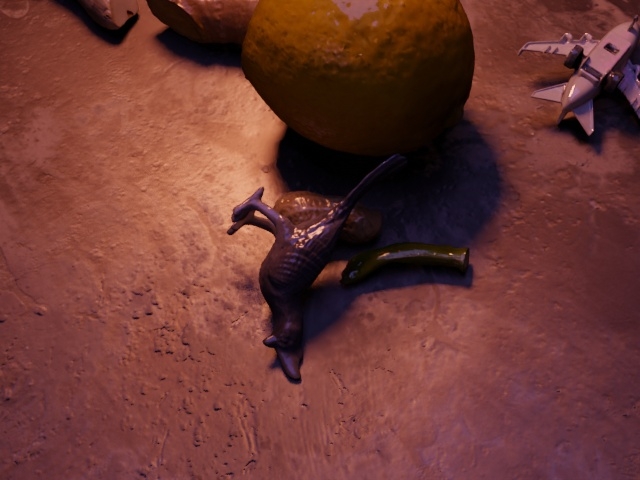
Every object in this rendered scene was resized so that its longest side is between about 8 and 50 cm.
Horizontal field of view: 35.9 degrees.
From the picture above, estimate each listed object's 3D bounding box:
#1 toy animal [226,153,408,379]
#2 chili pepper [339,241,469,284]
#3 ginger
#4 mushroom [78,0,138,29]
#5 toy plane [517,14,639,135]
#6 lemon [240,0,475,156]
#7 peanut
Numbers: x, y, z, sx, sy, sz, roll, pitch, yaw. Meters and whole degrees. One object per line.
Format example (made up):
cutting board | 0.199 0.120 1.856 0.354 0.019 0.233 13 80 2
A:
toy animal | -0.039 -0.001 1.478 0.206 0.081 0.367 26 84 8
chili pepper | 0.127 0.030 1.512 0.202 0.050 0.052 -6 21 4
ginger | -0.146 -0.415 1.776 0.354 0.126 0.189 4 63 7
mushroom | -0.438 -0.490 1.876 0.247 0.108 0.096 35 27 22
toy plane | 0.469 -0.291 1.647 0.251 0.101 0.255 37 67 12
lemon | 0.081 -0.290 1.547 0.365 0.364 0.364 -3 57 4
peanut | 0.010 -0.032 1.546 0.175 0.080 0.080 8 59 8
